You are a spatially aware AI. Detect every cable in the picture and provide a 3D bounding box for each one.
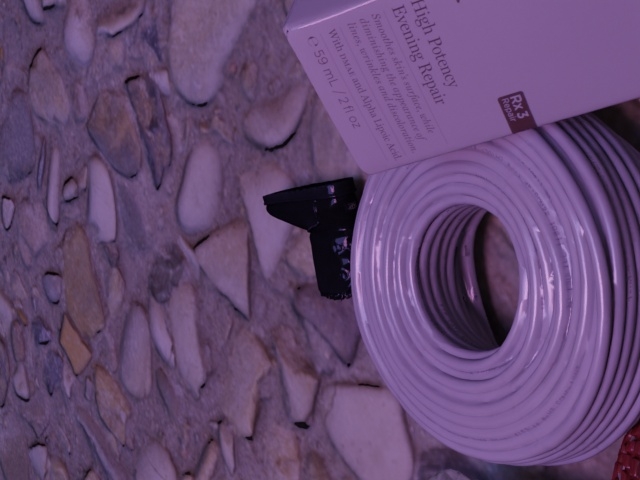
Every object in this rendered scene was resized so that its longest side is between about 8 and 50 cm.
[{"bbox_3d":[0.121,0.027,0.666,0.257,0.089,0.257,56,135,33],"label":"cable"}]

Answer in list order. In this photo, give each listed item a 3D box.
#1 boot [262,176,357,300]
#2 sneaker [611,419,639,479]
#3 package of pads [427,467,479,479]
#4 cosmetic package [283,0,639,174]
[{"bbox_3d":[0.000,0.000,0.853,0.121,0.045,0.099,-4,101,51],"label":"boot"},{"bbox_3d":[0.254,0.159,0.560,0.225,0.092,0.088,16,86,65],"label":"sneaker"},{"bbox_3d":[0.178,0.299,0.628,0.296,0.101,0.229,16,130,47],"label":"package of pads"},{"bbox_3d":[0.110,-0.130,0.562,0.231,0.085,0.117,-15,127,26],"label":"cosmetic package"}]
